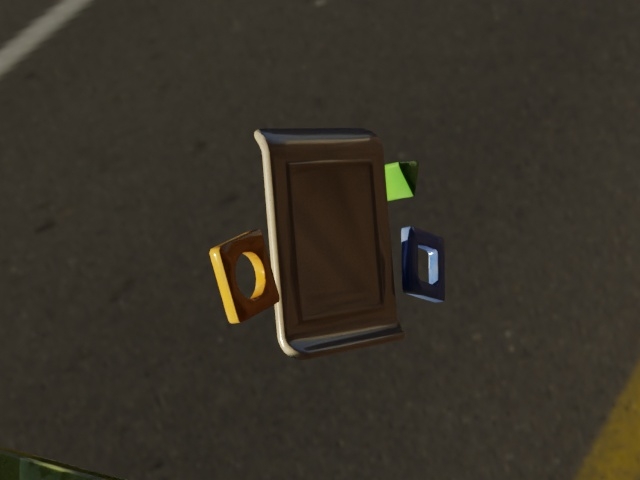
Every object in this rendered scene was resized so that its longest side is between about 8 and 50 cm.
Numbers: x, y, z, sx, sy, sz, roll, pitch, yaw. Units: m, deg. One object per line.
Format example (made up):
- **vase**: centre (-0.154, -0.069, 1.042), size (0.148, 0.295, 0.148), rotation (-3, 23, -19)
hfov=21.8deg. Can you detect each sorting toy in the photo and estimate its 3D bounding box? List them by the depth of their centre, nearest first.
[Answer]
- **sorting toy**: centre (0.000, 0.000, 1.444), size (0.047, 0.196, 0.347), rotation (-9, -2, 34)

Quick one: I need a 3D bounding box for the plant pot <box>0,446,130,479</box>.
- **plant pot**: centre (-0.186, 0.335, 1.315), size (0.275, 0.275, 0.293), rotation (9, 79, 36)
